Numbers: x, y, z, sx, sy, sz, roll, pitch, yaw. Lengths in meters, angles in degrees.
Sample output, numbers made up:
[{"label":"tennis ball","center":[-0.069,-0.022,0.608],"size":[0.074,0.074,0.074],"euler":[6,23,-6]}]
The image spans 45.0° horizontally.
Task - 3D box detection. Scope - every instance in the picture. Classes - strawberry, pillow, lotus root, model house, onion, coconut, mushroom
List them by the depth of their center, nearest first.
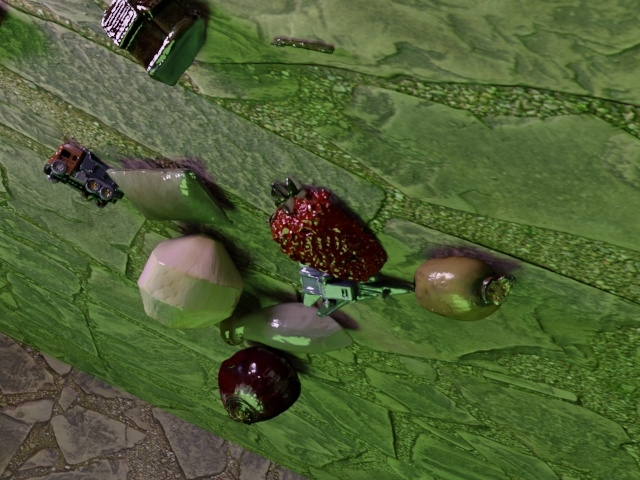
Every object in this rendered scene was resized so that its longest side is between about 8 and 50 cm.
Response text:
[{"label":"model house","center":[-0.276,-0.355,1.271],"size":[0.152,0.106,0.165],"euler":[43,116,1]},{"label":"lotus root","center":[0.267,0.090,1.439],"size":[0.221,0.118,0.125],"euler":[5,160,44]},{"label":"strawberry","center":[0.000,0.000,1.555],"size":[0.286,0.106,0.188],"euler":[36,153,-11]},{"label":"pillow","center":[-0.343,-0.099,1.755],"size":[0.302,0.075,0.185],"euler":[5,145,41]},{"label":"coconut","center":[-0.315,0.096,1.906],"size":[0.259,0.259,0.259],"euler":[23,151,14]},{"label":"mushroom","center":[-0.086,0.223,1.951],"size":[0.350,0.128,0.128],"euler":[-1,142,17]},{"label":"onion","center":[-0.179,0.415,2.308],"size":[0.207,0.216,0.206],"euler":[-16,111,41]}]

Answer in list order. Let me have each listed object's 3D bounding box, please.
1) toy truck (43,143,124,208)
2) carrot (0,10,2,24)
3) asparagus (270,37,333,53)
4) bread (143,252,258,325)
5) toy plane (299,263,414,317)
[{"label":"toy truck","center":[-0.562,-0.154,1.864],"size":[0.192,0.092,0.083],"euler":[30,154,-16]},{"label":"carrot","center":[-0.715,-0.428,1.591],"size":[0.069,0.069,0.336],"euler":[44,152,-23]},{"label":"asparagus","center":[-0.031,-0.301,1.192],"size":[0.114,0.014,0.015],"euler":[16,132,26]},{"label":"bread","center":[-0.331,0.148,2.124],"size":[0.337,0.102,0.183],"euler":[31,155,-5]},{"label":"toy plane","center":[0.073,0.101,1.665],"size":[0.267,0.088,0.212],"euler":[10,122,30]}]
